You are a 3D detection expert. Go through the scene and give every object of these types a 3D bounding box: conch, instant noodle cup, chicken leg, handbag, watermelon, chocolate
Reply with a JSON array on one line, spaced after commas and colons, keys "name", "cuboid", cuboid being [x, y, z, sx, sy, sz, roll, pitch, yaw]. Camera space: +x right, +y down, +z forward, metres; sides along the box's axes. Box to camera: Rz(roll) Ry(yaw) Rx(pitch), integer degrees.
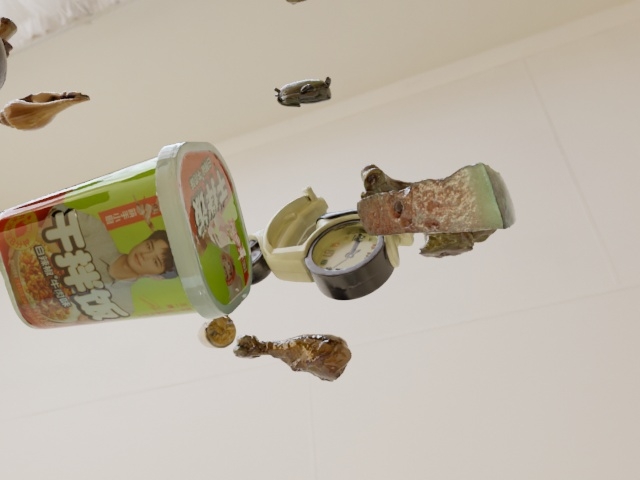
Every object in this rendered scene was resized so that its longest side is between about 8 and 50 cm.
[{"name": "conch", "cuboid": [-0.797, -0.369, 1.541, 0.330, 0.093, 0.109, -4, -144, 11]}, {"name": "instant noodle cup", "cuboid": [-0.299, 0.006, 0.838, 0.308, 0.294, 0.294, -12, -123, 9]}, {"name": "chicken leg", "cuboid": [-0.058, 0.221, 1.071, 0.251, 0.107, 0.087, 4, -125, 16]}, {"name": "handbag", "cuboid": [-0.032, -0.277, 1.010, 0.111, 0.047, 0.072, -8, -166, 4]}, {"name": "watermelon", "cuboid": [0.173, -0.050, 0.831, 0.241, 0.154, 0.094, -8, -92, 27]}, {"name": "chicken leg", "cuboid": [0.263, -0.062, 1.309, 0.361, 0.140, 0.211, 5, -87, -9]}, {"name": "chocolate", "cuboid": [-0.281, 0.245, 1.386, 0.219, 0.086, 0.085, -31, -145, 63]}]

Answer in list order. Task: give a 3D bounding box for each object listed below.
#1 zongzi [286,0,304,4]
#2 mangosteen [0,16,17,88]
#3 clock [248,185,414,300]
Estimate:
[{"name": "zongzi", "cuboid": [-0.038, -0.443, 0.584, 0.123, 0.289, 0.260, -15, -142, 47]}, {"name": "mangosteen", "cuboid": [-0.723, -0.390, 1.077, 0.235, 0.235, 0.261, 10, -146, 29]}, {"name": "clock", "cuboid": [0.000, 0.000, 1.122, 0.379, 0.120, 0.276, 7, -133, 35]}]
